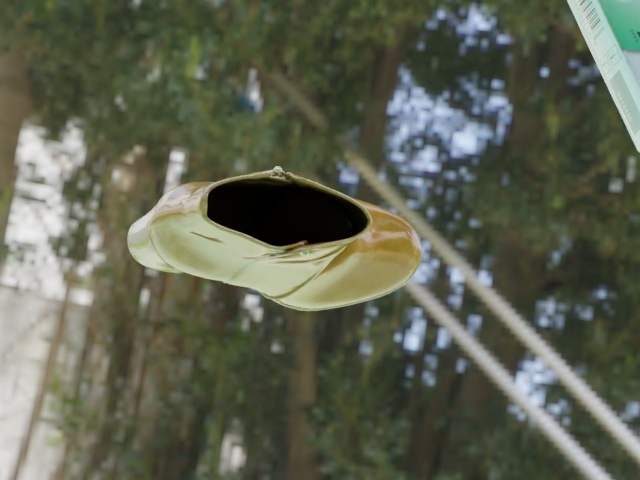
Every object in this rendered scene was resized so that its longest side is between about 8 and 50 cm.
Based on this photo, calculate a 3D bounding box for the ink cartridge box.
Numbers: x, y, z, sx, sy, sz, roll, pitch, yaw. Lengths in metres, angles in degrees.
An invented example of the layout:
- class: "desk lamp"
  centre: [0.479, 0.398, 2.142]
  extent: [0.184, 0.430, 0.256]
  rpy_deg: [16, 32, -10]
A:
- class: "ink cartridge box"
  centre: [0.348, -0.192, 1.633]
  extent: [0.224, 0.181, 0.056]
  rpy_deg: [-17, -16, -21]

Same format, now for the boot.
- class: "boot"
  centre: [-0.001, -0.001, 1.525]
  extent: [0.295, 0.104, 0.211]
  rpy_deg: [3, -8, -27]
